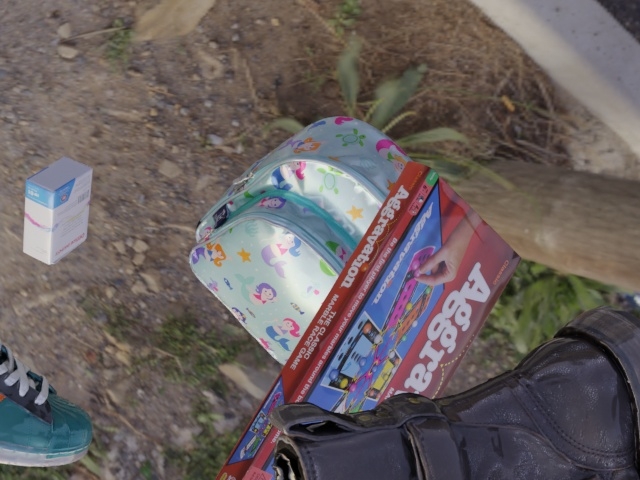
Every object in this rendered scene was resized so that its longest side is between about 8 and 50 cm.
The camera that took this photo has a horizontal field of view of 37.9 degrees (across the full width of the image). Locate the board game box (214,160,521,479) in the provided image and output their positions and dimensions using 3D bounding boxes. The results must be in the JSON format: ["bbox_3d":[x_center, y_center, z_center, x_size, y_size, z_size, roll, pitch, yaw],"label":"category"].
[{"bbox_3d":[0.038,0.097,0.677,0.145,0.027,0.281,37,82,-44],"label":"board game box"}]

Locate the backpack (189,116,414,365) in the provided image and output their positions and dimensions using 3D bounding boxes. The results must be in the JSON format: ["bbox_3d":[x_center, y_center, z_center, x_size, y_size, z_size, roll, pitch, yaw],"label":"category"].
[{"bbox_3d":[0.000,0.000,1.009,0.225,0.253,0.191,48,37,-9],"label":"backpack"}]

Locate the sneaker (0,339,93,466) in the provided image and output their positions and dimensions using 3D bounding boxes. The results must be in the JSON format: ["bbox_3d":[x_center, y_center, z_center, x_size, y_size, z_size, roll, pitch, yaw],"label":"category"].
[{"bbox_3d":[-0.354,0.125,0.918,0.302,0.108,0.121,26,98,-19],"label":"sneaker"}]

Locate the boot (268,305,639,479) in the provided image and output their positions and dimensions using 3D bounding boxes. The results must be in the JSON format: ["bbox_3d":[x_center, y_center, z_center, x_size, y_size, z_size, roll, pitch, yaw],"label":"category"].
[{"bbox_3d":[0.084,0.170,0.480,0.228,0.091,0.263,-20,105,-27],"label":"boot"}]

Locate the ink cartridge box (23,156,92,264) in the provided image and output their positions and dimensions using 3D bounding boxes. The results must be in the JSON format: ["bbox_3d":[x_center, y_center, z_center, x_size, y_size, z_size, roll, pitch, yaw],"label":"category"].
[{"bbox_3d":[-0.367,-0.041,1.298,0.088,0.052,0.123,-48,156,-54],"label":"ink cartridge box"}]
